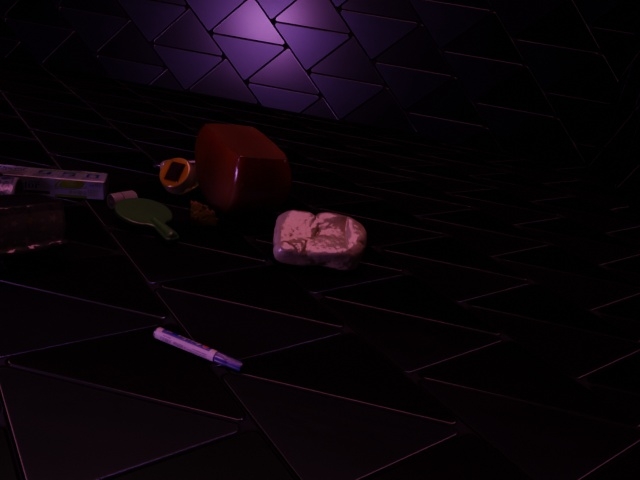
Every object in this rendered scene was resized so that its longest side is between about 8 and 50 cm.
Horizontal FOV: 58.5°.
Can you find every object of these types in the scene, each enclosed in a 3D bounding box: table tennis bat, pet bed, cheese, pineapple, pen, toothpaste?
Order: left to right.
[{"bbox_3d":[-0.719,-0.018,1.341,0.183,0.159,0.211,12,16,36],"label":"pet bed"},{"bbox_3d":[-0.839,-0.181,1.772,0.336,0.067,0.081,3,24,-13],"label":"toothpaste"},{"bbox_3d":[-0.485,-0.061,1.636,0.160,0.039,0.257,-12,36,-43],"label":"table tennis bat"},{"bbox_3d":[-0.370,-0.078,1.737,0.114,0.077,0.114,36,-4,-31],"label":"pineapple"},{"bbox_3d":[-0.241,0.215,1.133,0.204,0.025,0.025,17,24,18],"label":"pen"},{"bbox_3d":[0.000,0.001,1.593,0.263,0.093,0.159,5,56,-6],"label":"cheese"}]

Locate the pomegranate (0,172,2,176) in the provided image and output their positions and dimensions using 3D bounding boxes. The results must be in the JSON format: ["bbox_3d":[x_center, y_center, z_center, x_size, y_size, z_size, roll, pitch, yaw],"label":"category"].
[{"bbox_3d":[-0.983,-0.164,1.617,0.129,0.129,0.159,20,50,23],"label":"pomegranate"}]

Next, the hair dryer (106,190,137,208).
[{"bbox_3d":[-0.574,-0.106,1.732,0.137,0.047,0.082,32,31,31],"label":"hair dryer"}]

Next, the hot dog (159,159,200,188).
[{"bbox_3d":[-0.452,-0.228,2.022,0.242,0.073,0.084,14,21,11],"label":"hot dog"}]

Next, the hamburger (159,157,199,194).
[{"bbox_3d":[-0.470,-0.213,1.930,0.141,0.127,0.081,-1,-21,13],"label":"hamburger"}]

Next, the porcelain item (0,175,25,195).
[{"bbox_3d":[-0.832,-0.092,1.467,0.114,0.147,0.147,-1,25,-17],"label":"porcelain item"}]

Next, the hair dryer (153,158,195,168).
[{"bbox_3d":[-0.441,-0.267,2.107,0.352,0.107,0.189,-2,21,-5],"label":"hair dryer"}]

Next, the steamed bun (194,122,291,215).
[{"bbox_3d":[-0.259,-0.212,1.833,0.235,0.248,0.379,-3,31,-33],"label":"steamed bun"}]
